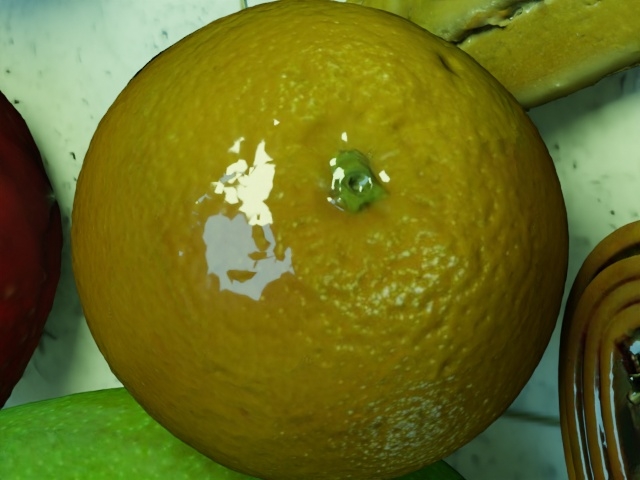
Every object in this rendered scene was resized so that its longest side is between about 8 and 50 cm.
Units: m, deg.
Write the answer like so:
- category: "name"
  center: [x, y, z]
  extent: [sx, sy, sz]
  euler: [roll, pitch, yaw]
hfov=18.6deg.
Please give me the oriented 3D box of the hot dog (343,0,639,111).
- category: "hot dog"
  center: [0.080, -0.099, 0.804]
  extent: [0.289, 0.068, 0.083]
  euler: [-20, 126, 43]

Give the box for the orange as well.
- category: "orange"
  center: [0.000, 0.000, 0.752]
  extent: [0.206, 0.206, 0.206]
  euler: [10, 105, 40]

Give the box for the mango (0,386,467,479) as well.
- category: "mango"
  center: [-0.087, 0.165, 0.897]
  extent: [0.382, 0.225, 0.201]
  euler: [-15, 61, 35]

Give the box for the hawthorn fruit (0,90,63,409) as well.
- category: "hawthorn fruit"
  center: [-0.253, -0.016, 1.008]
  extent: [0.254, 0.254, 0.300]
  euler: [37, 118, 31]

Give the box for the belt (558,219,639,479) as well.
- category: "belt"
  center: [0.186, 0.109, 0.709]
  extent: [0.184, 0.105, 0.261]
  euler: [-30, 73, 55]
